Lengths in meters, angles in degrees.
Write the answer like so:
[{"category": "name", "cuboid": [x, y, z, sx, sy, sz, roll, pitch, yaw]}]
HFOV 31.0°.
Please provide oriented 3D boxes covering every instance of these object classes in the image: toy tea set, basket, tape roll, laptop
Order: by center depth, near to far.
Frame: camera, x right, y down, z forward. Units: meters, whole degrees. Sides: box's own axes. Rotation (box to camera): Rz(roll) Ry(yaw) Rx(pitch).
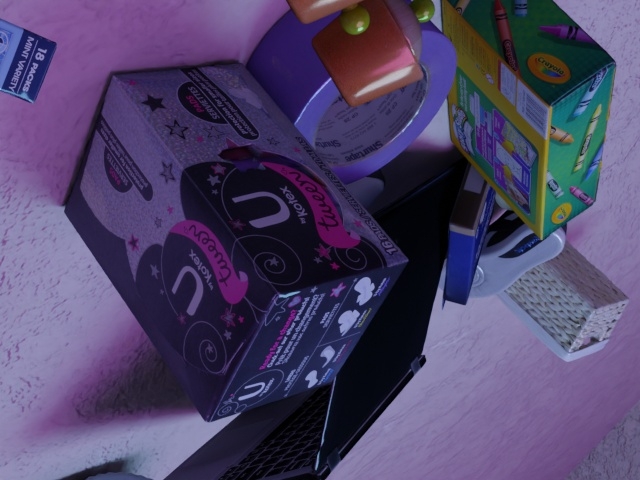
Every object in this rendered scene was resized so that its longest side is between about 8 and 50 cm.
[{"category": "toy tea set", "cuboid": [0.005, -0.230, 0.747, 0.124, 0.200, 0.336, -31, 154, 4]}, {"category": "tape roll", "cuboid": [0.025, -0.140, 1.049, 0.189, 0.080, 0.189, -29, 152, -17]}, {"category": "laptop", "cuboid": [-0.021, 0.107, 1.308, 0.408, 0.236, 0.382, -19, -176, 24]}, {"category": "basket", "cuboid": [0.364, 0.083, 1.736, 0.113, 0.167, 0.103, -10, 138, -43]}]

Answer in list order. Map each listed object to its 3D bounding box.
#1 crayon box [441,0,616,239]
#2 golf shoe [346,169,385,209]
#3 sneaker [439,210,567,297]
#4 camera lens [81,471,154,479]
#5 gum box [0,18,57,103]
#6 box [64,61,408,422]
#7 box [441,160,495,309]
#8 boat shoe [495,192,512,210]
[{"category": "crayon box", "cuboid": [0.208, -0.137, 1.186, 0.081, 0.165, 0.278, -34, 154, -8]}, {"category": "golf shoe", "cuboid": [0.000, 0.000, 1.226, 0.198, 0.094, 0.077, -35, 152, -10]}, {"category": "sneaker", "cuboid": [0.252, -0.005, 1.552, 0.217, 0.079, 0.121, -29, -153, 44]}, {"category": "camera lens", "cuboid": [-0.279, 0.450, 1.450, 0.219, 0.219, 0.274, -13, 144, -40]}, {"category": "gum box", "cuboid": [-0.260, -0.135, 0.610, 0.184, 0.157, 0.041, 15, 98, -59]}, {"category": "box", "cuboid": [-0.078, -0.006, 0.940, 0.142, 0.247, 0.163, -15, 145, -41]}, {"category": "box", "cuboid": [0.184, -0.015, 1.416, 0.225, 0.037, 0.136, 86, 22, -61]}, {"category": "boat shoe", "cuboid": [0.234, -0.090, 1.435, 0.042, 0.049, 0.133, -64, 153, -25]}]
